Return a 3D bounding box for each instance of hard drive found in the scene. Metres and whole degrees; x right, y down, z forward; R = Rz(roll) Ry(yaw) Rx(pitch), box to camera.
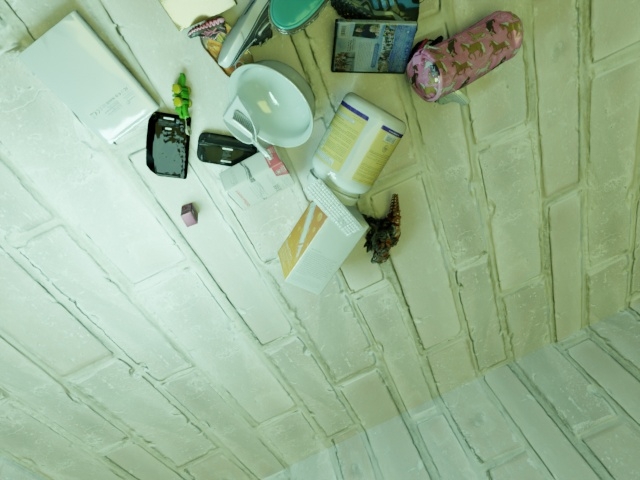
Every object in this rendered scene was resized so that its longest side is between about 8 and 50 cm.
[{"bbox_3d":[-0.681,-0.473,1.219,0.210,0.040,0.318,-34,123,6],"label":"hard drive"}]

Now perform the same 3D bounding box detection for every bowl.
[{"bbox_3d":[-0.132,-0.454,1.294,0.298,0.134,0.297,20,148,13],"label":"bowl"}]

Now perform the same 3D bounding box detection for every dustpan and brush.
[{"bbox_3d":[-0.231,-0.351,1.333,0.211,0.060,0.147,40,147,-16],"label":"dustpan and brush"}]

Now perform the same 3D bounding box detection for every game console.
[{"bbox_3d":[-0.404,-0.306,1.397,0.362,0.044,0.213,6,119,-17],"label":"game console"}]

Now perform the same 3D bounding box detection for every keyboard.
[{"bbox_3d":[0.048,-0.107,1.398,0.072,0.014,0.256,-33,121,20],"label":"keyboard"}]

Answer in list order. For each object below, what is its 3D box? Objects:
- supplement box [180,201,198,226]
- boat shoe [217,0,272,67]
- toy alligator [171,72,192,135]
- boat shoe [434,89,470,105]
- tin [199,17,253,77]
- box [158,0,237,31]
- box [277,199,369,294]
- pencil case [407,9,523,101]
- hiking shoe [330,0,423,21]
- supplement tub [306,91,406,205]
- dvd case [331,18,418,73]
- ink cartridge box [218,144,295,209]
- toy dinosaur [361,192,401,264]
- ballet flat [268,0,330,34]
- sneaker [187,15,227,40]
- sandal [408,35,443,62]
[{"bbox_3d":[-0.476,-0.094,1.479,0.043,0.083,0.054,-21,122,-3],"label":"supplement box"},{"bbox_3d":[-0.191,-0.627,1.207,0.102,0.108,0.301,32,87,-37],"label":"boat shoe"},{"bbox_3d":[-0.444,-0.430,1.290,0.052,0.056,0.189,4,103,24],"label":"toy alligator"},{"bbox_3d":[0.438,-0.539,1.476,0.228,0.079,0.081,23,119,-20],"label":"boat shoe"},{"bbox_3d":[-0.288,-0.592,1.261,0.106,0.040,0.189,-34,122,11],"label":"tin"},{"bbox_3d":[-0.358,-0.694,1.125,0.202,0.021,0.164,-14,141,17],"label":"box"},{"bbox_3d":[0.000,0.000,1.589,0.169,0.215,0.345,25,110,-26],"label":"box"},{"bbox_3d":[0.483,-0.614,1.350,0.387,0.160,0.167,-30,163,-12],"label":"pencil case"},{"bbox_3d":[0.173,-0.743,1.272,0.305,0.113,0.131,9,96,-22],"label":"hiking shoe"},{"bbox_3d":[0.117,-0.313,1.418,0.241,0.241,0.331,20,113,-25],"label":"supplement tub"},{"bbox_3d":[0.166,-0.618,1.306,0.254,0.022,0.180,0,151,-4],"label":"dvd case"},{"bbox_3d":[-0.222,-0.216,1.436,0.218,0.092,0.158,-29,156,1],"label":"ink cartridge box"},{"bbox_3d":[0.255,-0.044,1.704,0.219,0.164,0.321,-4,104,-30],"label":"toy dinosaur"},{"bbox_3d":[0.008,-0.804,1.129,0.164,0.182,0.482,26,111,-5],"label":"ballet flat"},{"bbox_3d":[-0.329,-0.611,1.195,0.120,0.047,0.057,-21,134,-1],"label":"sneaker"},{"bbox_3d":[0.336,-0.651,1.383,0.179,0.067,0.040,-30,112,6],"label":"sandal"}]
